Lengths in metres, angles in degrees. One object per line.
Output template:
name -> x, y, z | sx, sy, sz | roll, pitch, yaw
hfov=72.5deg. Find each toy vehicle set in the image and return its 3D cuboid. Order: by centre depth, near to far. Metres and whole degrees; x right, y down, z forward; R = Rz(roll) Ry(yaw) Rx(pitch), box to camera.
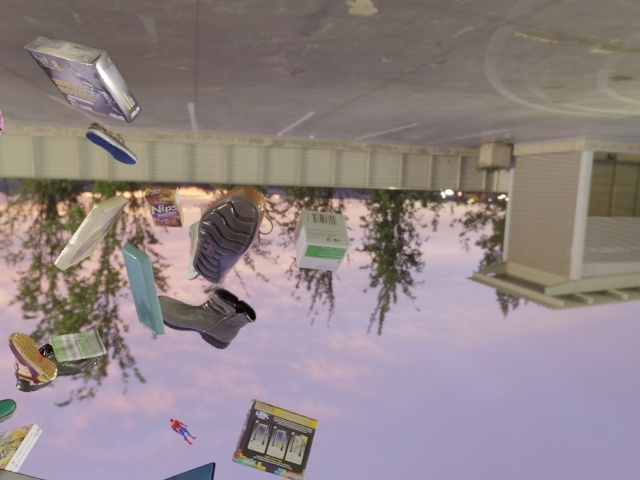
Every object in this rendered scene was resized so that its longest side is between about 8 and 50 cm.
toy vehicle set -> -0.763, -0.031, 1.464 | 0.035, 0.267, 0.166 | 40, -165, -8

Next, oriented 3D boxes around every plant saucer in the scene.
plant saucer -> -0.323, 0.095, 0.796 | 0.067, 0.192, 0.018 | 25, -139, 27

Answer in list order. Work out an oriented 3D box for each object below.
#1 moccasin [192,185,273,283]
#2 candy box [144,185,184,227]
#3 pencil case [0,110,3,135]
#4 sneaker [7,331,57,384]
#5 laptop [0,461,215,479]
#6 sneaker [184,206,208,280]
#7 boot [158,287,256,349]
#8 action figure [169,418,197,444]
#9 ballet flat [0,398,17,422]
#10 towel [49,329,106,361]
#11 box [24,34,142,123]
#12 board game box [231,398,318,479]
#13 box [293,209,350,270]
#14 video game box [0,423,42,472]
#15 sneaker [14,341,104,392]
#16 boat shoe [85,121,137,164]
moccasin -> -0.206, -0.018, 1.049 | 0.139, 0.147, 0.380 | 35, 146, 2
candy box -> -0.570, -0.121, 1.605 | 0.109, 0.053, 0.187 | 2, 144, -6
pencil case -> -1.200, -0.377, 1.437 | 0.385, 0.167, 0.160 | -2, -159, 36
sneaker -> -0.823, 0.337, 1.212 | 0.083, 0.186, 0.070 | -19, -150, -2
laptop -> -0.447, 0.573, 0.766 | 0.407, 0.236, 0.382 | 26, -156, -17
sneaker -> -0.438, 0.008, 1.604 | 0.118, 0.292, 0.110 | 23, 157, -6
boot -> -0.412, 0.237, 1.551 | 0.338, 0.223, 0.118 | 29, -147, -21
action figure -> -0.473, 0.648, 1.490 | 0.115, 0.038, 0.030 | 34, -179, 16
ballet flat -> -0.968, 0.516, 1.216 | 0.213, 0.068, 0.072 | -18, -116, -45
towel -> -0.826, 0.357, 1.490 | 0.152, 0.023, 0.113 | 2, -145, -49
box -> -0.586, -0.401, 1.092 | 0.230, 0.056, 0.183 | 20, 155, 19
board game box -> -0.106, 0.474, 1.036 | 0.170, 0.141, 0.048 | 24, 151, -11
box -> 0.000, 0.000, 0.963 | 0.101, 0.087, 0.102 | 6, -133, -15
video game box -> -0.959, 0.647, 1.274 | 0.205, 0.048, 0.187 | -17, -151, 6
sneaker -> -0.903, 0.410, 1.519 | 0.109, 0.130, 0.286 | 20, -150, 39
boat shoe -> -0.687, -0.326, 1.461 | 0.066, 0.066, 0.183 | -15, 145, 25
